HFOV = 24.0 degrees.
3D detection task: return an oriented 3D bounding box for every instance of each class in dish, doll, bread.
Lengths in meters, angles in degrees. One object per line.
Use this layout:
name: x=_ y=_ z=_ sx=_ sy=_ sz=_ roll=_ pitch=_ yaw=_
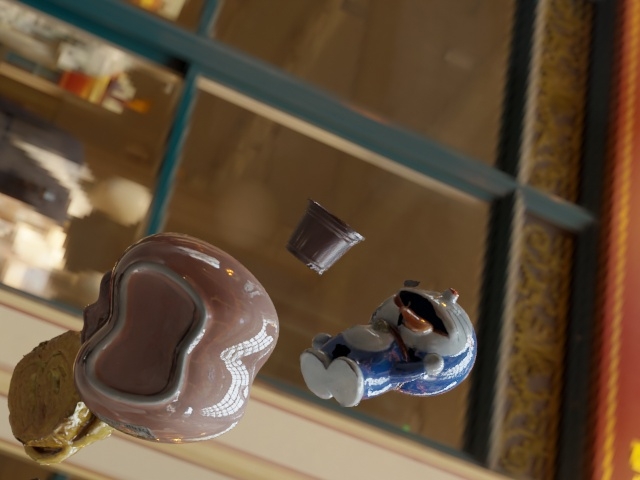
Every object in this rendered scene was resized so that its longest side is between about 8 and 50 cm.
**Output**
dish: x=-0.155 y=0.094 z=1.440 sx=0.213 sy=0.213 sz=0.090 roll=-68 pitch=165 yaw=-1
doll: x=0.100 y=0.151 z=2.135 sx=0.215 sy=0.257 sz=0.161 roll=24 pitch=-59 yaw=44
bread: x=-0.405 y=0.246 z=2.428 sx=0.236 sy=0.120 sz=0.198 roll=-31 pitch=-128 yaw=22

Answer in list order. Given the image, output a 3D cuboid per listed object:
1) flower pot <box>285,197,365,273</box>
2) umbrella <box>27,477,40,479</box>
flower pot: x=0.000 y=0.000 z=2.337 sx=0.089 sy=0.111 sz=0.111 roll=-54 pitch=-162 yaw=2
umbrella: x=-0.396 y=0.353 z=1.959 sx=0.133 sy=0.031 sz=0.036 roll=-55 pitch=141 yaw=-69
